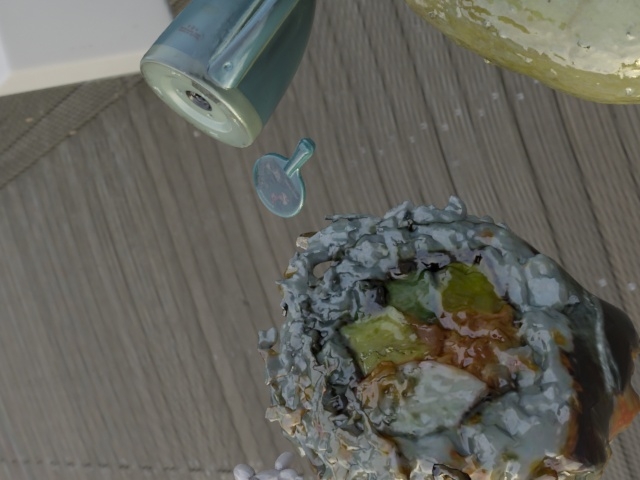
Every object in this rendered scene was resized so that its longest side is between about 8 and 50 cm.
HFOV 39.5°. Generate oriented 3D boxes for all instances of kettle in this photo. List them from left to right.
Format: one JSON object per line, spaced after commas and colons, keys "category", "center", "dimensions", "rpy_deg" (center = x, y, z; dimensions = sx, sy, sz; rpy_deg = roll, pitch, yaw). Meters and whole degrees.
{"category": "kettle", "center": [-0.121, -0.378, 1.612], "dimensions": [0.247, 0.342, 0.319], "rpy_deg": [38, 166, -17]}

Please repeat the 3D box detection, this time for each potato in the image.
{"category": "potato", "center": [0.001, 0.000, 1.271], "dimensions": [0.093, 0.037, 0.036], "rpy_deg": [25, 148, 47]}

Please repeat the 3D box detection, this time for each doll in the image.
{"category": "doll", "center": [-0.110, 0.457, 1.666], "dimensions": [0.160, 0.161, 0.059], "rpy_deg": [-143, 40, -81]}

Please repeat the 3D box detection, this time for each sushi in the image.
{"category": "sushi", "center": [0.128, 0.134, 0.968], "dimensions": [0.417, 0.417, 0.176], "rpy_deg": [43, 147, 31]}

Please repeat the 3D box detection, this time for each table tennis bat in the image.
{"category": "table tennis bat", "center": [-0.060, -0.119, 1.603], "dimensions": [0.124, 0.033, 0.201], "rpy_deg": [50, 142, 8]}

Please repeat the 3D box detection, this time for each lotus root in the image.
{"category": "lotus root", "center": [0.087, -0.121, 0.407], "dimensions": [0.183, 0.090, 0.077], "rpy_deg": [33, 90, 15]}
